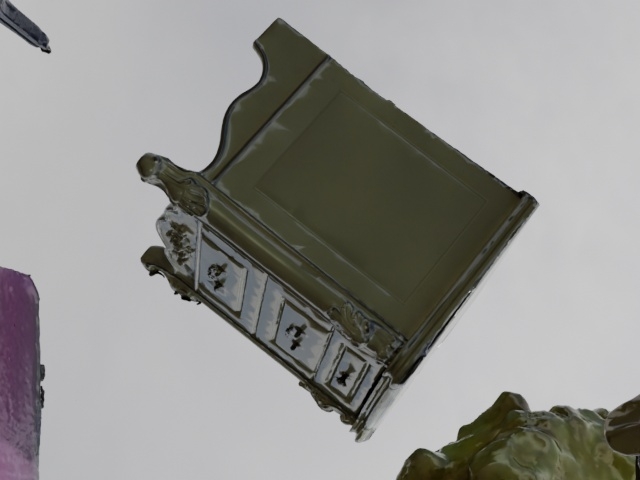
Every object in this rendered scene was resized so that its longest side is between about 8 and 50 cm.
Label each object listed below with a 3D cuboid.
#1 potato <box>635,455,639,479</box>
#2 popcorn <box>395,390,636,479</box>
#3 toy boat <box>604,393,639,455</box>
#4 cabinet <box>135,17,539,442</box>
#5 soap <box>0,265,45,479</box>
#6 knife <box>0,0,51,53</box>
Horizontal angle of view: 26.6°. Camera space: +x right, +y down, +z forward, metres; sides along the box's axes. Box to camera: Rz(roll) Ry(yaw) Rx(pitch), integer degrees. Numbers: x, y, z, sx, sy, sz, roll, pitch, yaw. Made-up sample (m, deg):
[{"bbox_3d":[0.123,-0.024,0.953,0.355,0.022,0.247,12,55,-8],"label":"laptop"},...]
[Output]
[{"bbox_3d":[0.234,0.133,0.687,0.262,0.165,0.165,-88,-162,-67],"label":"potato"},{"bbox_3d":[0.178,0.286,1.184,0.274,0.335,0.279,57,-41,8],"label":"popcorn"},{"bbox_3d":[0.249,0.064,0.422,0.310,0.115,0.089,-6,-74,17],"label":"toy boat"},{"bbox_3d":[0.000,0.000,1.363,0.318,0.227,0.290,37,-19,7],"label":"cabinet"},{"bbox_3d":[-0.346,0.125,1.063,0.259,0.081,0.181,-8,-106,23],"label":"soap"},{"bbox_3d":[-0.271,-0.196,1.183,0.031,0.121,0.018,9,-105,28],"label":"knife"}]
